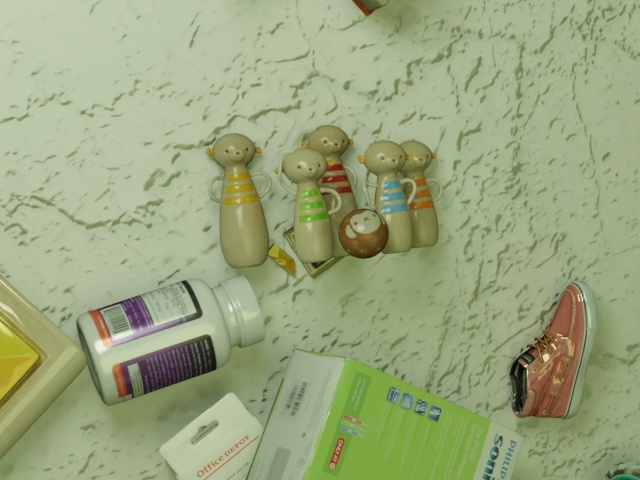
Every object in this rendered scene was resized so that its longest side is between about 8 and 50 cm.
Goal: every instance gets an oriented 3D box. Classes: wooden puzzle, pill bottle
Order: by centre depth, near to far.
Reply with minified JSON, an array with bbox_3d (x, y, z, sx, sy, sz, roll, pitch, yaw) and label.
[{"bbox_3d":[-0.406,0.130,1.725,0.239,0.044,0.221,43,82,-8],"label":"wooden puzzle"},{"bbox_3d":[-0.165,0.105,1.795,0.194,0.108,0.108,-18,107,-14],"label":"pill bottle"},{"bbox_3d":[0.000,0.000,1.877,0.116,0.014,0.078,-42,111,-6],"label":"wooden puzzle"}]

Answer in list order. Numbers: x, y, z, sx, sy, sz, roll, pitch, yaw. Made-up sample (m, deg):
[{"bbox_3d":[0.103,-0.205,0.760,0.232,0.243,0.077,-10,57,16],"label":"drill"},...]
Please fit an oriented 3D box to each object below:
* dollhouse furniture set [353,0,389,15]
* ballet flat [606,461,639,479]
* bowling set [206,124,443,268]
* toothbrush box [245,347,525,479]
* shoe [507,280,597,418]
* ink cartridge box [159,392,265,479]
[{"bbox_3d":[0.000,-0.371,1.752,0.262,0.135,0.259,-43,102,-1],"label":"dollhouse furniture set"},{"bbox_3d":[0.388,0.478,2.053,0.147,0.147,0.408,14,97,-20],"label":"ballet flat"},{"bbox_3d":[0.035,-0.058,1.779,0.287,0.200,0.154,-7,91,-22],"label":"bowling set"},{"bbox_3d":[0.072,0.270,1.856,0.283,0.122,0.206,25,79,-30],"label":"toothbrush box"},{"bbox_3d":[0.283,0.136,1.973,0.081,0.063,0.178,0,106,-24],"label":"shoe"},{"bbox_3d":[-0.098,0.271,1.875,0.115,0.067,0.198,-38,112,-8],"label":"ink cartridge box"}]
